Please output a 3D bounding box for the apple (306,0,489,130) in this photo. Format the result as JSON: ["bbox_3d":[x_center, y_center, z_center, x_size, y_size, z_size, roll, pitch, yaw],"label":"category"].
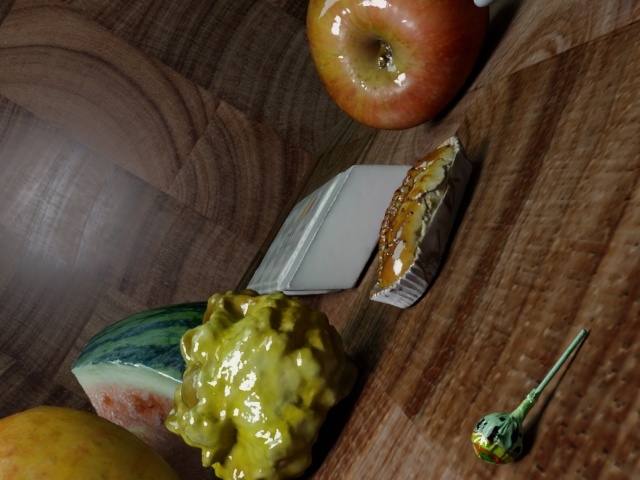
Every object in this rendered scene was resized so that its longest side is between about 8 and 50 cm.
[{"bbox_3d":[0.108,-0.272,1.082,0.242,0.242,0.241,-53,-3,36],"label":"apple"}]

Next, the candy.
[{"bbox_3d":[0.106,0.076,0.421,0.083,0.023,0.025,-53,42,-3],"label":"candy"}]

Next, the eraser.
[{"bbox_3d":[-0.001,0.000,1.173,0.213,0.082,0.397,-61,8,-9],"label":"eraser"}]

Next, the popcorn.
[{"bbox_3d":[-0.059,0.134,0.775,0.197,0.156,0.197,-47,23,28],"label":"popcorn"}]

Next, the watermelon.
[{"bbox_3d":[-0.157,0.208,1.004,0.250,0.283,0.292,78,-165,-80],"label":"watermelon"}]

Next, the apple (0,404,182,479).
[{"bbox_3d":[-0.263,0.324,0.789,0.299,0.299,0.275,-53,-1,37],"label":"apple"}]

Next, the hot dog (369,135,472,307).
[{"bbox_3d":[0.091,-0.021,0.773,0.099,0.053,0.192,-40,23,58],"label":"hot dog"}]

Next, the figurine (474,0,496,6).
[{"bbox_3d":[0.227,-0.342,0.591,0.380,0.203,0.248,-52,6,34],"label":"figurine"}]
